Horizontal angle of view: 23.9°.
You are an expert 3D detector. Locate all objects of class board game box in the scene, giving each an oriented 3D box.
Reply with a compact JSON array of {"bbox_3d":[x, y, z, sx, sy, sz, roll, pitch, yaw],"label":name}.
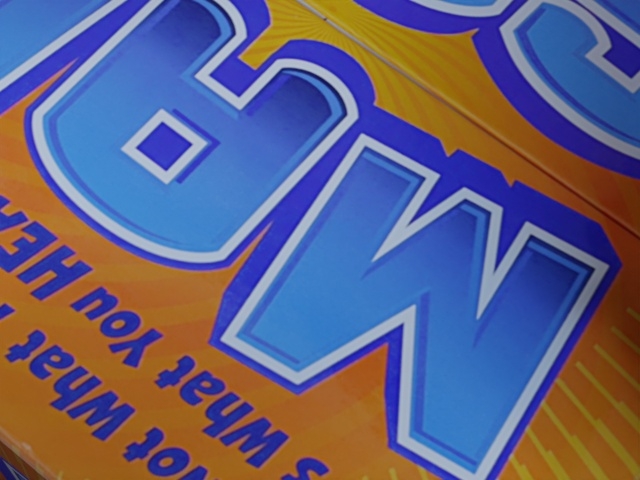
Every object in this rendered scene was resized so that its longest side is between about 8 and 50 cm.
[{"bbox_3d":[0.000,0.000,0.674,0.356,0.356,0.356,37,-21,16],"label":"board game box"}]
